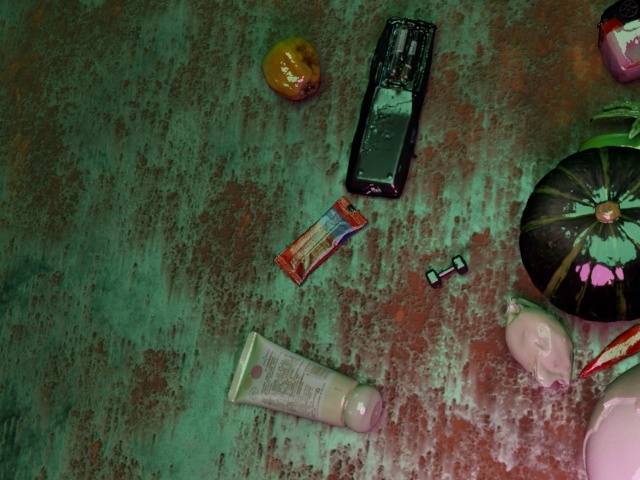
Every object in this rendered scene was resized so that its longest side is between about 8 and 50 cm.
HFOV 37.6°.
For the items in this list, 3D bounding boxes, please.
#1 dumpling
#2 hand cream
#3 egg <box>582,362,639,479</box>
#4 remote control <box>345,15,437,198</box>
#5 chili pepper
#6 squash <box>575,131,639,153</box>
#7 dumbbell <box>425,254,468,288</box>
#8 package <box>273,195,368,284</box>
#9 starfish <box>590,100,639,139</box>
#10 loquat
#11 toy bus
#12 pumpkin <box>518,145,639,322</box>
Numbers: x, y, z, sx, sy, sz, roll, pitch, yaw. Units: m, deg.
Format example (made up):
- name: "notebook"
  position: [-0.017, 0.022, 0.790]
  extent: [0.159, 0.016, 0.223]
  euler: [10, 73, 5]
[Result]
- name: "dumpling"
  position: [0.409, 0.189, 1.727]
  extent: [0.118, 0.136, 0.199]
  euler: [-41, 40, 38]
- name: "hand cream"
  position: [-0.031, 0.289, 1.832]
  extent: [0.305, 0.093, 0.147]
  euler: [16, 84, 21]
- name: "egg"
  position: [0.564, 0.341, 1.517]
  extent: [0.278, 0.336, 0.278]
  euler: [20, 123, 34]
- name: "remote control"
  position: [0.152, -0.284, 1.964]
  extent: [0.144, 0.062, 0.399]
  euler: [9, 77, 17]
- name: "chili pepper"
  position: [0.542, 0.205, 1.731]
  extent: [0.178, 0.027, 0.045]
  euler: [-34, 69, 6]
- name: "squash"
  position: [0.583, -0.167, 1.795]
  extent: [0.187, 0.095, 0.095]
  euler: [5, 75, 17]
- name: "dumbbell"
  position: [0.249, 0.061, 1.849]
  extent: [0.083, 0.040, 0.036]
  euler: [-29, 101, 5]
- name: "package"
  position: [0.000, 0.000, 1.944]
  extent: [0.200, 0.022, 0.083]
  euler: [-42, 69, -1]
- name: "starfish"
  position: [0.626, -0.238, 1.789]
  extent: [0.223, 0.216, 0.050]
  euler: [0, 113, 45]
- name: "loquat"
  position: [-0.060, -0.368, 2.024]
  extent: [0.137, 0.113, 0.137]
  euler: [0, 79, 1]
- name: "toy bus"
  position: [0.692, -0.423, 1.824]
  extent: [0.302, 0.127, 0.147]
  euler: [-20, 75, 7]
- name: "pumpkin"
  position: [0.518, -0.012, 1.686]
  extent: [0.323, 0.241, 0.323]
  euler: [-3, 77, 15]
